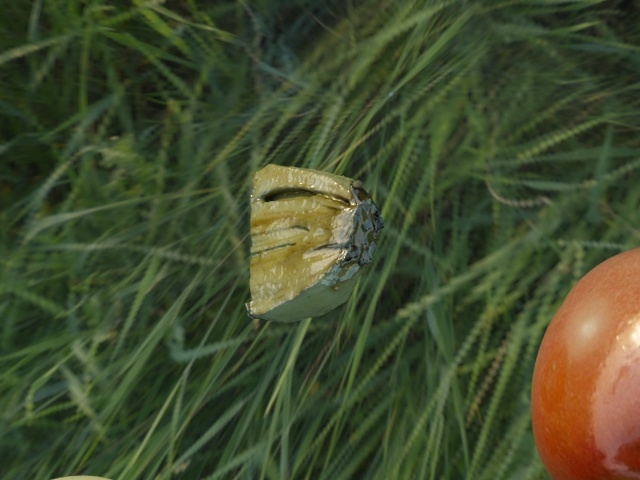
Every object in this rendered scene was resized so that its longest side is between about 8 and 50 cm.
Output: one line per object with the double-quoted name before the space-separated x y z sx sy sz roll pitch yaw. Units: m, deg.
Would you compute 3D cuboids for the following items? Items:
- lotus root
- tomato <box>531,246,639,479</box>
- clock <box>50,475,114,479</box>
"lotus root" 0.003 0.002 1.561 0.070 0.144 0.143 17 74 -40
"tomato" 0.285 0.115 1.310 0.256 0.256 0.224 6 75 2
"clock" -0.267 0.338 1.788 0.235 0.235 0.029 -14 131 3
